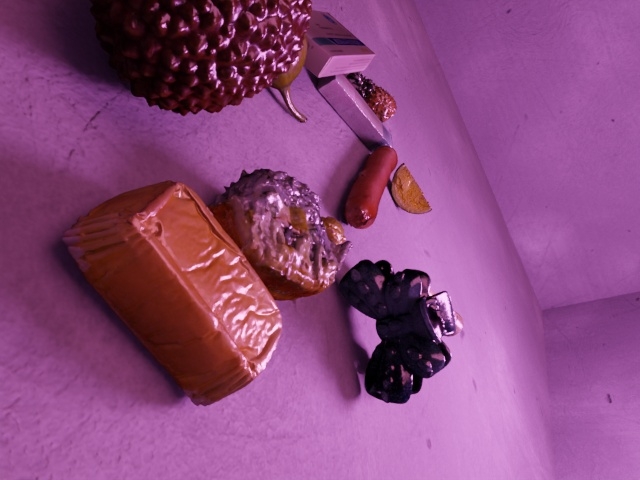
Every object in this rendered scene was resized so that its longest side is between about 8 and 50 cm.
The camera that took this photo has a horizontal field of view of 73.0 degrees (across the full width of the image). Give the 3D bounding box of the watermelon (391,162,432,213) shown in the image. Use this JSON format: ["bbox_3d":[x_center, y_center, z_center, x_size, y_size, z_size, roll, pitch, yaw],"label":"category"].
[{"bbox_3d":[0.285,-0.161,1.426,0.181,0.092,0.075,54,20,-11],"label":"watermelon"}]

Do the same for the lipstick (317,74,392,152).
[{"bbox_3d":[0.110,-0.376,1.288,0.317,0.066,0.068,37,44,-43],"label":"lipstick"}]

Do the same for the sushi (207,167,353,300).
[{"bbox_3d":[-0.071,0.000,0.723,0.274,0.139,0.184,36,47,-47],"label":"sushi"}]

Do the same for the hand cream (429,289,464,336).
[{"bbox_3d":[0.366,0.213,1.352,0.203,0.084,0.084,48,37,-25],"label":"hand cream"}]

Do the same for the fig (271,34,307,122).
[{"bbox_3d":[-0.083,-0.365,0.964,0.149,0.149,0.245,-69,149,-48],"label":"fig"}]

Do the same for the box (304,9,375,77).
[{"bbox_3d":[0.006,-0.524,1.138,0.200,0.065,0.343,41,33,3],"label":"box"}]

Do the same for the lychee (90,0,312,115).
[{"bbox_3d":[-0.164,-0.333,0.619,0.306,0.306,0.330,42,67,-38],"label":"lychee"}]

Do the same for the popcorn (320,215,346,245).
[{"bbox_3d":[-0.001,-0.002,0.878,0.109,0.097,0.089,36,40,-23],"label":"popcorn"}]

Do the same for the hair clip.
[{"bbox_3d":[0.177,0.183,0.942,0.194,0.206,0.310,3,70,-58],"label":"hair clip"}]

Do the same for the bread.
[{"bbox_3d":[-0.170,0.063,0.551,0.288,0.119,0.152,58,30,-21],"label":"bread"}]

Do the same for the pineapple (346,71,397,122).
[{"bbox_3d":[0.162,-0.475,1.400,0.197,0.108,0.108,47,38,-23],"label":"pineapple"}]

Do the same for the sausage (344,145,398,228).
[{"bbox_3d":[0.142,-0.158,1.196,0.094,0.094,0.419,32,39,-3],"label":"sausage"}]
